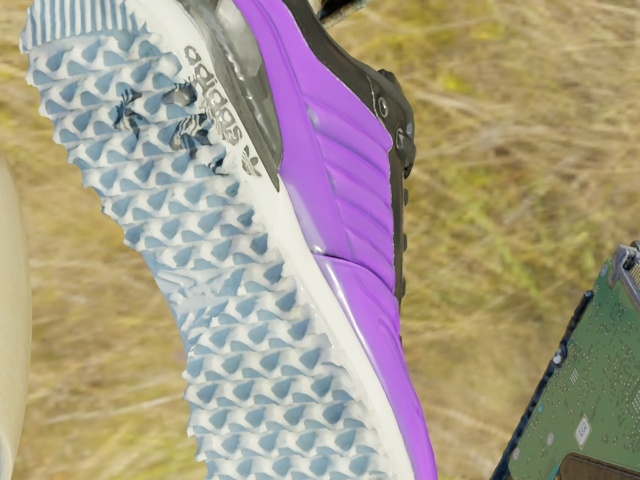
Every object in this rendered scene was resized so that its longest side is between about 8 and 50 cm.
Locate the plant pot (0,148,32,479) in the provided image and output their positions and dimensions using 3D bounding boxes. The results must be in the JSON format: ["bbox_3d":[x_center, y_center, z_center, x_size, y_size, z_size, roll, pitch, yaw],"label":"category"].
[{"bbox_3d":[-0.293,0.072,1.189,0.256,0.256,0.274,-63,34,23],"label":"plant pot"}]

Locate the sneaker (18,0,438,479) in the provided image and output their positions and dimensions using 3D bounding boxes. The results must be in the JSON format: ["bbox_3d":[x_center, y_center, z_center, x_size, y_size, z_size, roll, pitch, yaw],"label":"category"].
[{"bbox_3d":[0.001,0.000,0.759,0.102,0.146,0.293,-6,114,39],"label":"sneaker"}]

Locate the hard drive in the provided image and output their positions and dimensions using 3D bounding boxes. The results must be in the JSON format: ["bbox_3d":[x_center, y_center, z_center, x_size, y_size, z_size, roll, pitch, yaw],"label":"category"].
[{"bbox_3d":[0.174,0.198,1.148,0.237,0.064,0.339,-109,37,-58],"label":"hard drive"}]

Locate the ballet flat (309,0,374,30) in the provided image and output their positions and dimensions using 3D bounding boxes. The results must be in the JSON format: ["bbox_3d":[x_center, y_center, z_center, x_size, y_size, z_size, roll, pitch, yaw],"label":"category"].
[{"bbox_3d":[0.017,-0.162,0.856,0.348,0.123,0.123,-25,81,41],"label":"ballet flat"}]
